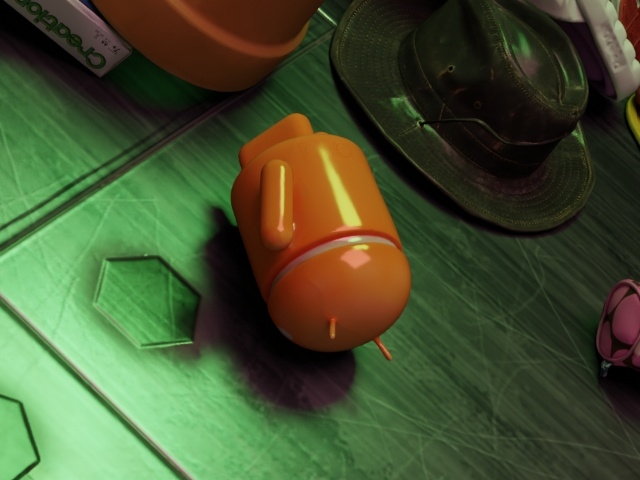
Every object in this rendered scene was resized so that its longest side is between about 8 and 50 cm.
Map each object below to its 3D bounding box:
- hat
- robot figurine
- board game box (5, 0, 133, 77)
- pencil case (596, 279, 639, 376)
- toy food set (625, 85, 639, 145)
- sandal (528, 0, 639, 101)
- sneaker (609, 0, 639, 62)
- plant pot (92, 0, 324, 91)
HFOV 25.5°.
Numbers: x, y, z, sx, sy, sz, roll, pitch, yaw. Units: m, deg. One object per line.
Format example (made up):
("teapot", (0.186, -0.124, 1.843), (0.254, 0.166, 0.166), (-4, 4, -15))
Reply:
("hat", (0.179, -0.176, 1.467), (0.331, 0.134, 0.331), (18, 46, -20))
("robot figurine", (-0.001, 0.000, 1.187), (0.128, 0.158, 0.219), (-12, 59, -15))
("board game box", (-0.277, -0.308, 1.261), (0.305, 0.053, 0.193), (40, 37, -27))
("pencil case", (0.371, 0.111, 1.373), (0.209, 0.095, 0.098), (17, 10, -19))
("toy food set", (0.430, -0.140, 1.652), (0.128, 0.071, 0.218), (1, 53, -34))
("sandal", (0.217, -0.290, 1.532), (0.416, 0.102, 0.169), (48, -1, -26))
("sneaker", (0.314, -0.301, 1.672), (0.128, 0.221, 0.087), (17, 54, 36))
("plant pot", (-0.074, -0.310, 1.297), (0.291, 0.203, 0.291), (35, 39, -34))
